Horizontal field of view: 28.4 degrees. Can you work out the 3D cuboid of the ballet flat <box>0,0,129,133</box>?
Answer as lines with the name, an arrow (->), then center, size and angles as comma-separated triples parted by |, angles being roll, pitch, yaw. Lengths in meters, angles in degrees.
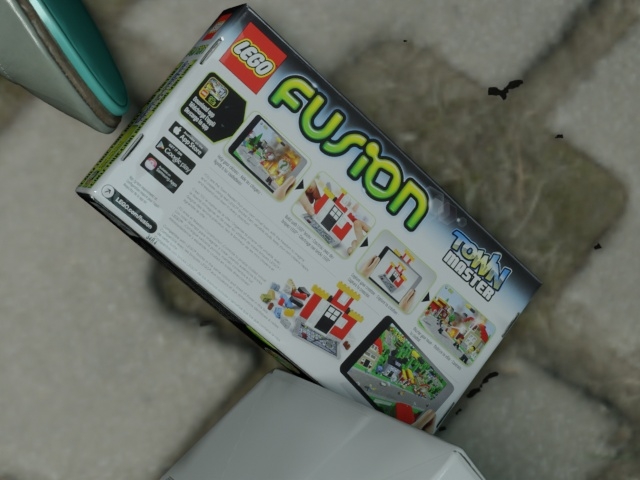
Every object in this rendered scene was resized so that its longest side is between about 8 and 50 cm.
ballet flat -> -0.156, -0.130, 0.525 | 0.068, 0.072, 0.213 | -25, 104, 10

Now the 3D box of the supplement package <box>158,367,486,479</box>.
supplement package -> 0.024, 0.228, 0.544 | 0.199, 0.198, 0.263 | -44, 108, -14

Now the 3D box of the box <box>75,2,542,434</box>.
box -> 0.000, 0.000, 0.604 | 0.207, 0.036, 0.114 | 42, 79, -19
